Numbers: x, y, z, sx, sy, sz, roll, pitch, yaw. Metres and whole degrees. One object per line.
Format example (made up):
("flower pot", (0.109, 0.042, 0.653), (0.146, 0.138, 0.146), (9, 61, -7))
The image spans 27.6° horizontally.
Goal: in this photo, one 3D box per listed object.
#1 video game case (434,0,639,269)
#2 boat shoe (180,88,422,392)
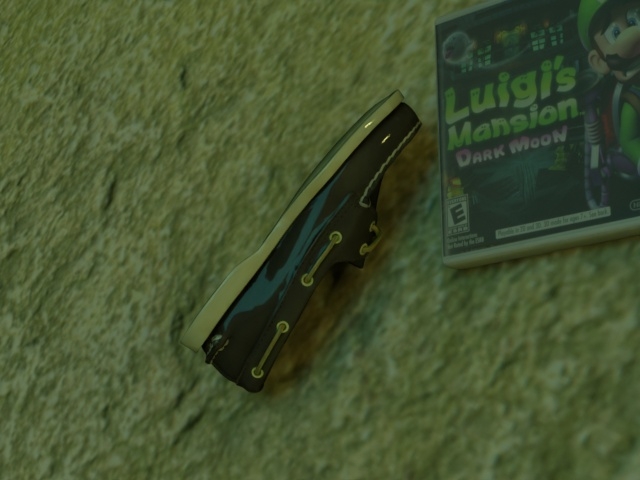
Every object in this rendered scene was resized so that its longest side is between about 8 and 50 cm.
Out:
("video game case", (0.153, -0.081, 0.798), (0.190, 0.022, 0.173), (-13, 70, 39))
("boat shoe", (0.000, 0.000, 0.893), (0.228, 0.068, 0.081), (-51, 1, 1))
